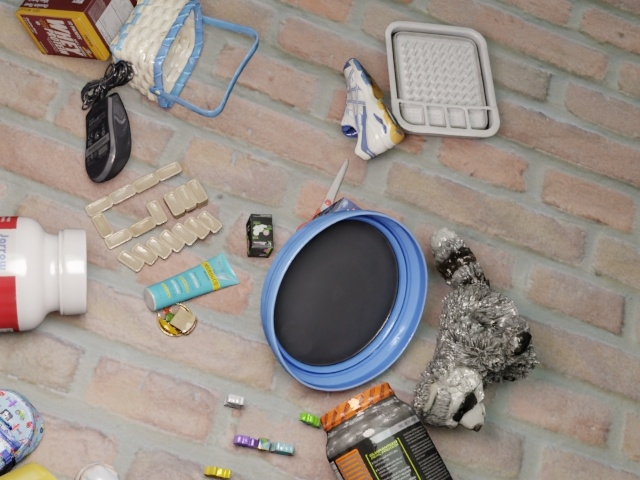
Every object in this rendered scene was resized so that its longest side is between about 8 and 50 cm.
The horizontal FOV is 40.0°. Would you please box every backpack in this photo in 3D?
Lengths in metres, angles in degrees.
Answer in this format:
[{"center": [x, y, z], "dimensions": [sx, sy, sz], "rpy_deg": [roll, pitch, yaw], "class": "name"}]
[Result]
[{"center": [-0.617, 0.361, 1.665], "dimensions": [0.158, 0.117, 0.173], "rpy_deg": [46, 61, 7], "class": "backpack"}]

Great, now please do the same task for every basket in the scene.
[{"center": [-0.314, -0.429, 2.031], "dimensions": [0.288, 0.201, 0.255], "rpy_deg": [20, 63, 12], "class": "basket"}]

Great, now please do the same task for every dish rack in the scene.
[{"center": [0.302, -0.402, 2.260], "dimensions": [0.285, 0.072, 0.333], "rpy_deg": [2, 67, -13], "class": "dish rack"}]

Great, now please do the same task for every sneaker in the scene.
[{"center": [0.092, -0.324, 2.150], "dimensions": [0.131, 0.112, 0.297], "rpy_deg": [-35, 49, 18], "class": "sneaker"}]

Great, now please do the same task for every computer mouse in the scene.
[{"center": [-0.464, -0.251, 1.964], "dimensions": [0.072, 0.188, 0.272], "rpy_deg": [16, 63, -44], "class": "computer mouse"}]

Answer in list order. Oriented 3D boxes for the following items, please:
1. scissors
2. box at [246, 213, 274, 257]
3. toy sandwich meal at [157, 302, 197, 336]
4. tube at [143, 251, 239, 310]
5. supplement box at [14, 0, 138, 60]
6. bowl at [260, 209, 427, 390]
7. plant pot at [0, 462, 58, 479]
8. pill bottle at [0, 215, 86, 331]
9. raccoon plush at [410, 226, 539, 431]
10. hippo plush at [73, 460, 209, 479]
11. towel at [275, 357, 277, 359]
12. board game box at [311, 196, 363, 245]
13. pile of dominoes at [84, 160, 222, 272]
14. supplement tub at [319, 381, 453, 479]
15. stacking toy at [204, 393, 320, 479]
[{"center": [0.003, -0.076, 2.067], "dimensions": [0.108, 0.021, 0.297], "rpy_deg": [11, 66, -7], "class": "scissors"}, {"center": [-0.137, -0.010, 1.980], "dimensions": [0.052, 0.062, 0.083], "rpy_deg": [3, 66, -15], "class": "box"}, {"center": [-0.307, 0.167, 1.876], "dimensions": [0.085, 0.029, 0.086], "rpy_deg": [5, 66, -12], "class": "toy sandwich meal"}, {"center": [-0.280, 0.093, 1.908], "dimensions": [0.207, 0.052, 0.080], "rpy_deg": [-22, 80, -32], "class": "tube"}, {"center": [-0.551, -0.534, 2.021], "dimensions": [0.191, 0.129, 0.194], "rpy_deg": [11, 60, 25], "class": "supplement box"}, {"center": [0.050, 0.121, 1.843], "dimensions": [0.391, 0.077, 0.392], "rpy_deg": [-11, 111, -30], "class": "bowl"}, {"center": [-0.564, 0.527, 1.547], "dimensions": [0.254, 0.254, 0.239], "rpy_deg": [46, 49, 7], "class": "plant pot"}, {"center": [-0.666, 0.067, 1.716], "dimensions": [0.407, 0.229, 0.229], "rpy_deg": [-2, 68, -15], "class": "pill bottle"}, {"center": [0.265, 0.216, 1.961], "dimensions": [0.299, 0.216, 0.446], "rpy_deg": [-23, 48, -10], "class": "raccoon plush"}, {"center": [-0.305, 0.497, 1.611], "dimensions": [0.236, 0.294, 0.235], "rpy_deg": [-12, 92, -27], "class": "hippo plush"}, {"center": [-0.025, 0.211, 1.935], "dimensions": [0.113, 0.023, 0.152], "rpy_deg": [21, 64, -4], "class": "towel"}, {"center": [0.000, 0.000, 1.941], "dimensions": [0.060, 0.194, 0.194], "rpy_deg": [36, 85, -9], "class": "board game box"}, {"center": [-0.368, -0.047, 1.964], "dimensions": [0.251, 0.040, 0.196], "rpy_deg": [-29, 77, -15], "class": "pile of dominoes"}, {"center": [0.145, 0.471, 1.763], "dimensions": [0.207, 0.207, 0.338], "rpy_deg": [-22, 75, -22], "class": "supplement tub"}, {"center": [-0.114, 0.423, 1.808], "dimensions": [0.221, 0.052, 0.167], "rpy_deg": [15, 66, -10], "class": "stacking toy"}]
